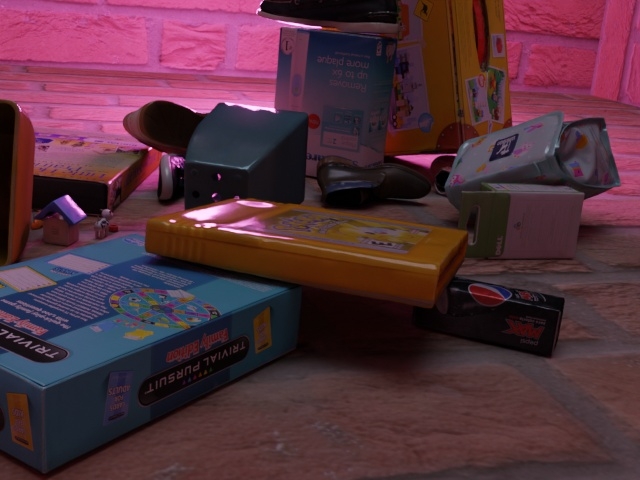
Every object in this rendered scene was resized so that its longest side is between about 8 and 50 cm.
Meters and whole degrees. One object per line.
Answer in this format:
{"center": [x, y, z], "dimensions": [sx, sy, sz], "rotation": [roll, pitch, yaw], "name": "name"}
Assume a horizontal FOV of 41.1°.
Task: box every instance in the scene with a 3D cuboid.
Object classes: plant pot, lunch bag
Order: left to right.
{"center": [-0.483, -0.081, 1.141], "dimensions": [0.212, 0.212, 0.187], "rotation": [4, 4, -1], "name": "plant pot"}
{"center": [-0.130, -0.109, 1.396], "dimensions": [0.166, 0.165, 0.234], "rotation": [8, 25, 10], "name": "plant pot"}
{"center": [0.365, -0.126, 1.491], "dimensions": [0.223, 0.160, 0.262], "rotation": [-15, -2, 40], "name": "lunch bag"}

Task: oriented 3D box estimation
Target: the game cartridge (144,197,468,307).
{"center": [0.000, 0.000, 1.014], "dimensions": [0.324, 0.052, 0.285], "rotation": [11, 11, 14], "name": "game cartridge"}

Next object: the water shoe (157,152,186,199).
{"center": [-0.247, -0.121, 1.536], "dimensions": [0.080, 0.072, 0.203], "rotation": [6, 17, -6], "name": "water shoe"}

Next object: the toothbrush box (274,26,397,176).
{"center": [0.024, -0.280, 1.759], "dimensions": [0.216, 0.295, 0.126], "rotation": [13, 18, 23], "name": "toothbrush box"}

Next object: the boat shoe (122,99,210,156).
{"center": [-0.240, -0.198, 1.671], "dimensions": [0.302, 0.109, 0.098], "rotation": [14, -9, -41], "name": "boat shoe"}

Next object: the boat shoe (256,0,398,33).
{"center": [0.013, -0.492, 1.748], "dimensions": [0.340, 0.113, 0.127], "rotation": [18, 20, 39], "name": "boat shoe"}

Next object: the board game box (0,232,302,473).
{"center": [-0.219, 0.087, 0.845], "dimensions": [0.254, 0.079, 0.336], "rotation": [15, 20, 32], "name": "board game box"}

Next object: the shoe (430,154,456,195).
{"center": [0.259, -0.134, 1.742], "dimensions": [0.081, 0.063, 0.178], "rotation": [0, 21, -29], "name": "shoe"}

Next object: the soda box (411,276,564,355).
{"center": [0.197, 0.084, 1.008], "dimensions": [0.169, 0.060, 0.053], "rotation": [11, 17, 19], "name": "soda box"}

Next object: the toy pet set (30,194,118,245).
{"center": [-0.371, -0.040, 1.245], "dimensions": [0.122, 0.065, 0.114], "rotation": [7, 17, 9], "name": "toy pet set"}

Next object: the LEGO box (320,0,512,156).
{"center": [0.197, -0.435, 1.855], "dimensions": [0.373, 0.500, 0.193], "rotation": [3, 12, 45], "name": "LEGO box"}

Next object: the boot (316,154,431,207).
{"center": [0.098, -0.088, 1.573], "dimensions": [0.219, 0.082, 0.106], "rotation": [8, 38, -3], "name": "boot"}

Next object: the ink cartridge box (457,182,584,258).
{"center": [0.299, -0.031, 1.333], "dimensions": [0.209, 0.109, 0.062], "rotation": [0, 17, -16], "name": "ink cartridge box"}

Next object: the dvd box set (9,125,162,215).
{"center": [-0.477, -0.137, 1.543], "dimensions": [0.308, 0.062, 0.420], "rotation": [5, 16, -1], "name": "dvd box set"}
